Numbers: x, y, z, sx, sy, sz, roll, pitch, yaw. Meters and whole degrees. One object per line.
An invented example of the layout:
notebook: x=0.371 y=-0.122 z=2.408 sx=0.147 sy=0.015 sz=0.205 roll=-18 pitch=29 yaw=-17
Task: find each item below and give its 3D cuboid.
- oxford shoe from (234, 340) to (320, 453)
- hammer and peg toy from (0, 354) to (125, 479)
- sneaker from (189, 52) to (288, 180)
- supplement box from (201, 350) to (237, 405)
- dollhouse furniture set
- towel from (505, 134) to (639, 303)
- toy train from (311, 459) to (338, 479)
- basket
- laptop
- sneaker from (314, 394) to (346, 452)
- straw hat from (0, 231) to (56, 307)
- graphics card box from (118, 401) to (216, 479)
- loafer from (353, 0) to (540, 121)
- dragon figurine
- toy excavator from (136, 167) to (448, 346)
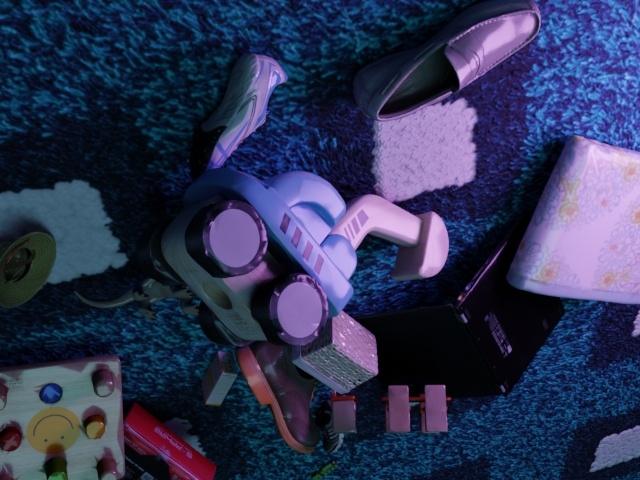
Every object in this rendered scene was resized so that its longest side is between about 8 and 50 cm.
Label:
oxford shoe: x=-0.053 y=0.337 z=1.530 sx=0.132 sy=0.130 sz=0.364 roll=-29 pitch=133 yaw=-4
hammer and peg toy: x=-0.544 y=0.343 z=1.290 sx=0.361 sy=0.127 sz=0.266 roll=-3 pitch=103 yaw=-22
sneaker: x=-0.131 y=-0.179 z=1.097 sx=0.086 sy=0.085 sz=0.237 roll=13 pitch=126 yaw=-38
supplement box: x=-0.210 y=0.286 z=1.468 sx=0.036 sy=0.062 sz=0.098 roll=13 pitch=124 yaw=-28
dollhouse furniture set: x=0.153 y=0.349 z=1.546 sx=0.259 sy=0.135 sz=0.262 roll=-2 pitch=164 yaw=5
towel: x=0.582 y=-0.031 z=1.446 sx=0.374 sy=0.090 sz=0.321 roll=7 pitch=111 yaw=-27
toy train: x=0.011 y=0.596 z=1.841 sx=0.083 sy=0.017 sz=0.023 roll=-40 pitch=120 yaw=15
basket: x=0.032 y=0.220 z=1.449 sx=0.103 sy=0.113 sz=0.167 roll=-30 pitch=130 yaw=28
laptop: x=0.307 y=0.170 z=1.593 sx=0.408 sy=0.236 sz=0.382 roll=-49 pitch=134 yaw=-15
sneaker: x=0.018 y=0.436 z=1.679 sx=0.074 sy=0.063 sz=0.170 roll=0 pitch=123 yaw=-20
straw hat: x=-0.500 y=0.033 z=1.148 sx=0.061 sy=0.144 sz=0.144 roll=25 pitch=126 yaw=12
graphics card box: x=-0.427 y=0.546 z=1.524 sx=0.233 sy=0.094 sz=0.371 roll=40 pitch=108 yaw=-9
loafer: x=0.207 y=-0.277 z=1.116 sx=0.319 sy=0.111 sz=0.112 roll=-28 pitch=132 yaw=4
dragon figurine: x=-0.269 y=0.057 z=1.239 sx=0.289 sy=0.144 sz=0.085 roll=-9 pitch=135 yaw=13
toy excavator: x=0.000 y=0.000 z=1.179 sx=0.433 sy=0.222 sz=0.445 roll=50 pitch=58 yaw=-20
